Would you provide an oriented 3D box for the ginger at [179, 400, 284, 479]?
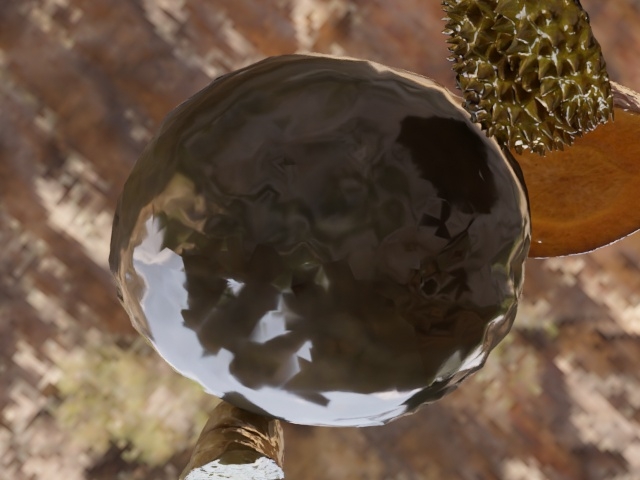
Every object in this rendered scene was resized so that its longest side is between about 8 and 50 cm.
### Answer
[{"bbox_3d":[-0.093,0.219,2.164,0.115,0.122,0.193,6,167,-1],"label":"ginger"}]

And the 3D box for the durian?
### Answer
[{"bbox_3d":[0.194,-0.183,1.905,0.183,0.138,0.249,-107,-4,-61],"label":"durian"}]

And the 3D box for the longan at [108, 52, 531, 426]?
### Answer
[{"bbox_3d":[0.007,-0.004,2.091,0.436,0.404,0.404,7,-163,15],"label":"longan"}]

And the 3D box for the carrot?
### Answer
[{"bbox_3d":[0.305,-0.087,2.437,0.307,0.258,0.100,-2,-141,-1],"label":"carrot"}]
